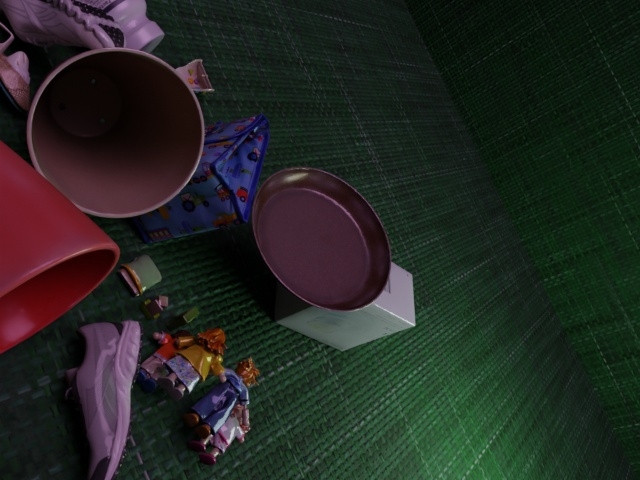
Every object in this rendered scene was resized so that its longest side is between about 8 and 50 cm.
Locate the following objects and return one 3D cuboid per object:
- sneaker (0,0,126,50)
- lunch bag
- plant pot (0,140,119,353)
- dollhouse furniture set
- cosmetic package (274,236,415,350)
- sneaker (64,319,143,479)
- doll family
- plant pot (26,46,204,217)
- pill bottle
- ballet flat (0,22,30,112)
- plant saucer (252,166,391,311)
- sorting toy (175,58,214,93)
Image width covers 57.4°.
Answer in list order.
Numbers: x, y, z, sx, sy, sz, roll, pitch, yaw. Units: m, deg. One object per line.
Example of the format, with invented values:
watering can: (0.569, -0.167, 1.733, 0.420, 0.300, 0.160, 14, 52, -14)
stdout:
sneaker: (-0.464, -0.385, 1.028, 0.292, 0.118, 0.110, 35, 15, 15)
lunch bag: (-0.227, -0.149, 1.145, 0.293, 0.221, 0.138, -75, 148, -50)
plant pot: (-0.451, 0.000, 0.770, 0.243, 0.275, 0.275, 50, 36, 2)
dollhouse furniture set: (-0.291, 0.090, 1.056, 0.151, 0.059, 0.076, 57, 36, -6)
cosmetic package: (0.054, 0.130, 1.309, 0.224, 0.225, 0.138, 30, 49, -36)
sneaker: (-0.336, 0.252, 0.883, 0.108, 0.100, 0.271, 8, 62, -20)
doll family: (-0.187, 0.250, 1.026, 0.263, 0.118, 0.163, 55, 36, -9)
plant pot: (-0.362, -0.203, 0.974, 0.256, 0.256, 0.274, 27, 5, -38)
pill bottle: (-0.446, -0.478, 1.159, 0.264, 0.153, 0.153, 50, 37, -16)
ballet flat: (-0.544, -0.319, 0.996, 0.067, 0.073, 0.206, -35, 99, -10)
plant saucer: (0.000, 0.000, 1.133, 0.311, 0.050, 0.310, 16, 55, -25)
sorting toy: (-0.302, -0.378, 1.367, 0.075, 0.045, 0.083, -15, 80, -46)
